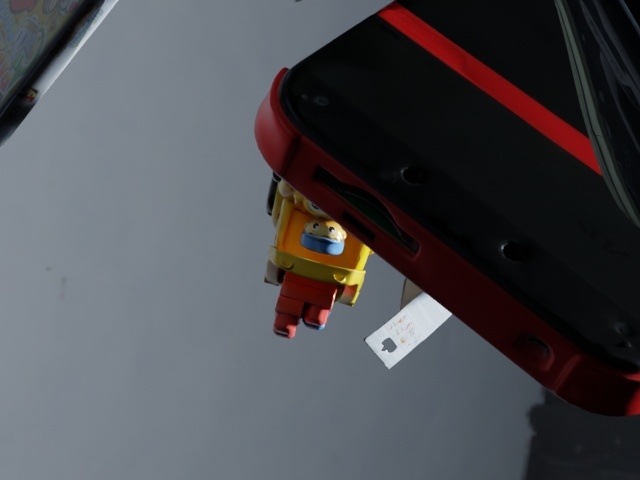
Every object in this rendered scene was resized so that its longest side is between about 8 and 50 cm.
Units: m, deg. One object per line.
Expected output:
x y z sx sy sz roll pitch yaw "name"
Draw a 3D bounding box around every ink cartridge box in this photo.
0.130 0.080 1.718 0.179 0.045 0.145 -39 154 -1 "ink cartridge box"

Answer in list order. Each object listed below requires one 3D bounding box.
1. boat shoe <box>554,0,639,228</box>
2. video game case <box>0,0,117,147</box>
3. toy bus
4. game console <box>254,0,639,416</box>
0.202 -0.219 0.803 0.187 0.156 0.500 -28 104 -18 "boat shoe"
-0.211 -0.214 0.999 0.026 0.206 0.227 21 37 -37 "video game case"
0.000 0.000 1.418 0.220 0.150 0.211 104 3 -73 "toy bus"
0.177 -0.064 1.048 0.342 0.386 0.060 -37 159 -39 "game console"
